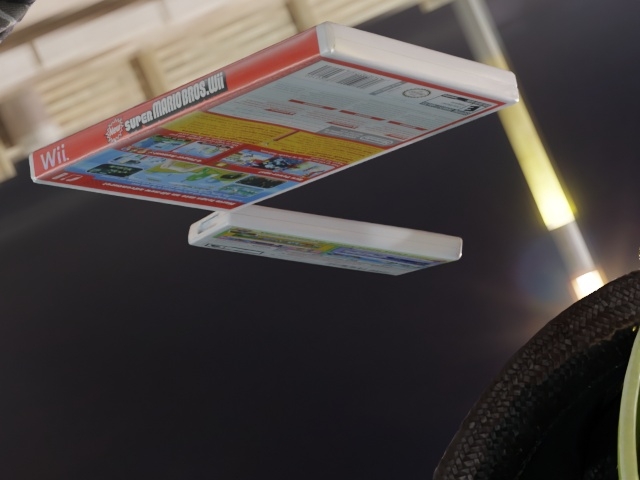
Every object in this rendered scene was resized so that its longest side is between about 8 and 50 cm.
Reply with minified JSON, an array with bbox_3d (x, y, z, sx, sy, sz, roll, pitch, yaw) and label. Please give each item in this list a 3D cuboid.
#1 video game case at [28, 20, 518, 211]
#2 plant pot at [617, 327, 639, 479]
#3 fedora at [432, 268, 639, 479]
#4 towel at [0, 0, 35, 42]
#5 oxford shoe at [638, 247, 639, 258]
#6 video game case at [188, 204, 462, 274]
[{"bbox_3d":[-0.034,-0.079,1.334,0.285,0.025,0.204,-20,162,38],"label":"video game case"},{"bbox_3d":[0.260,0.114,0.928,0.275,0.274,0.293,-24,169,-5],"label":"plant pot"},{"bbox_3d":[0.175,0.171,1.162,0.334,0.334,0.152,-25,-167,-19],"label":"fedora"},{"bbox_3d":[-0.264,-0.270,1.275,0.235,0.284,0.121,-51,166,-30],"label":"towel"},{"bbox_3d":[0.298,0.001,1.525,0.076,0.076,0.212,20,-134,17],"label":"oxford shoe"},{"bbox_3d":[0.000,0.000,1.747,0.212,0.023,0.193,9,173,-13],"label":"video game case"}]
